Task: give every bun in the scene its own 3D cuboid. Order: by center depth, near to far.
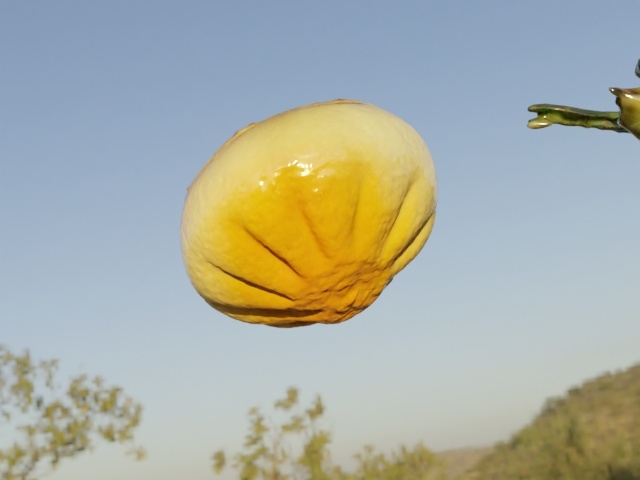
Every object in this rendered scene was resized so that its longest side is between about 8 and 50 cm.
[{"bbox_3d":[0.000,0.000,1.281,0.299,0.165,0.299,-18,-32,-12],"label":"bun"}]

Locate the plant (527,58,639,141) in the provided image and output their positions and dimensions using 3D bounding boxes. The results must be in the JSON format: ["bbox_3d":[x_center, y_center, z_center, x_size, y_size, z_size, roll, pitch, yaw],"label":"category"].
[{"bbox_3d":[0.362,-0.154,1.146,0.251,0.180,0.333,9,12,-7],"label":"plant"}]
